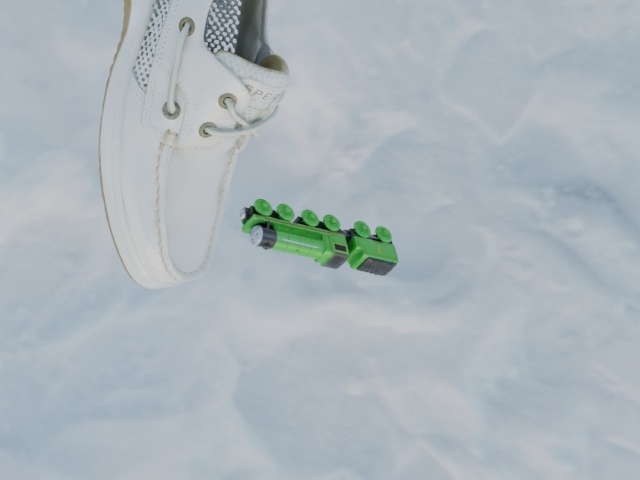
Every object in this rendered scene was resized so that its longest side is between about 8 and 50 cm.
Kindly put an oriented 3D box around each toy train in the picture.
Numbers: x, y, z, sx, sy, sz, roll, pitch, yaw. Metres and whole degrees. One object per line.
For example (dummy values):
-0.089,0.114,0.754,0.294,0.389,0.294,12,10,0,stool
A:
0.000,0.000,0.753,0.083,0.017,0.023,12,49,-32,toy train

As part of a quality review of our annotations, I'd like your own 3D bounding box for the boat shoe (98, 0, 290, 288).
-0.067,-0.099,1.001,0.096,0.098,0.277,11,104,25,boat shoe
